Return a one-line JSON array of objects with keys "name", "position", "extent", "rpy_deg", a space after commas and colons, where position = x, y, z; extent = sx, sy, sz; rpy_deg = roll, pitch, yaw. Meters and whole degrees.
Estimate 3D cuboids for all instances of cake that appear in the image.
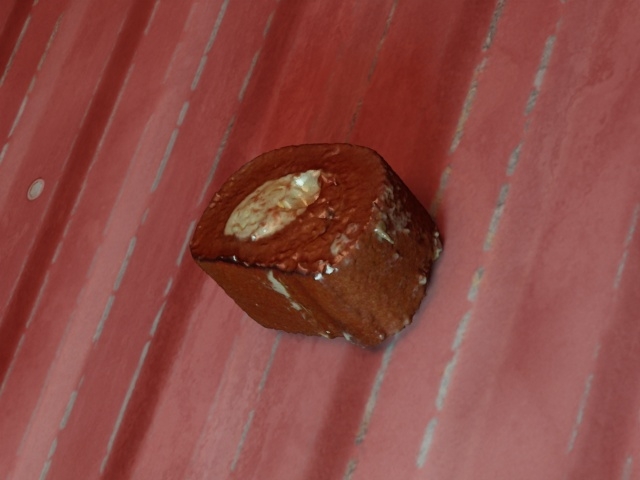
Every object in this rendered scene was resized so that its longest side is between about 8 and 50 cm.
[{"name": "cake", "position": [0.000, 0.000, 1.774], "extent": [0.283, 0.151, 0.177], "rpy_deg": [5, 55, 46]}]
